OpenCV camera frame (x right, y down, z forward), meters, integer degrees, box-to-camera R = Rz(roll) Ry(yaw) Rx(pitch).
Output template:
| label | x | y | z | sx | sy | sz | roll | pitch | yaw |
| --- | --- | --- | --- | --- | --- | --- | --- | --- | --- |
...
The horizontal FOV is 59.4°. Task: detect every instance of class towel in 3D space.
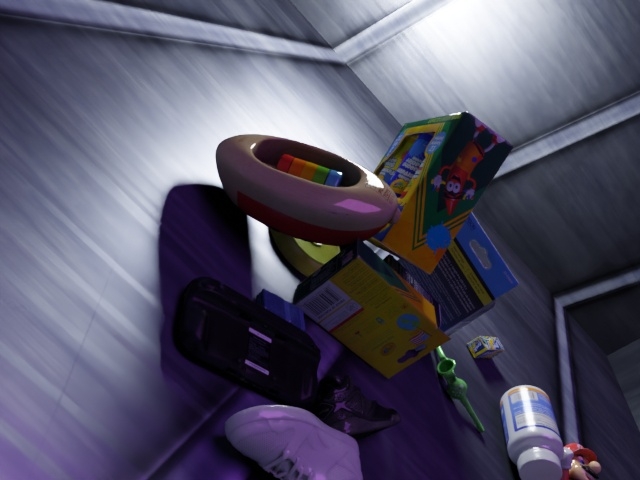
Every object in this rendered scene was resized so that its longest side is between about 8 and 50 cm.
| label | x | y | z | sx | sy | sz | roll | pitch | yaw |
| --- | --- | --- | --- | --- | --- | --- | --- | --- | --- |
| towel | -0.082 | 0.152 | 1.173 | 0.119 | 0.029 | 0.067 | 34 | 29 | -32 |

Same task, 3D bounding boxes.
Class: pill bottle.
| label | x | y | z | sx | sy | sz | roll | pitch | yaw |
| --- | --- | --- | --- | --- | --- | --- | --- | --- | --- |
| pill bottle | 0.611 | 0.564 | 1.619 | 0.152 | 0.152 | 0.272 | 44 | 26 | -14 |

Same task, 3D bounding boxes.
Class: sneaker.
| label | x | y | z | sx | sy | sz | roll | pitch | yaw |
| --- | --- | --- | --- | --- | --- | --- | --- | --- | --- |
| sneaker | -0.021 | 0.374 | 0.882 | 0.292 | 0.108 | 0.169 | 33 | 27 | -36 |
| sneaker | 0.076 | 0.328 | 1.127 | 0.227 | 0.087 | 0.130 | 13 | 51 | -45 |

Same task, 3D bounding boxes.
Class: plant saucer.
| label | x | y | z | sx | sy | sz | roll | pitch | yaw |
| --- | --- | --- | --- | --- | --- | --- | --- | --- | --- |
| plant saucer | -0.027 | -0.004 | 1.447 | 0.241 | 0.037 | 0.241 | 34 | 34 | -27 |

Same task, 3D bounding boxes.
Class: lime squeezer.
| label | x | y | z | sx | sy | sz | roll | pitch | yaw |
| --- | --- | --- | --- | --- | --- | --- | --- | --- | --- |
| lime squeezer | 0.381 | 0.387 | 1.590 | 0.109 | 0.059 | 0.311 | 18 | 40 | -49 |

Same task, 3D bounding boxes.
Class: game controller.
| label | x | y | z | sx | sy | sz | roll | pitch | yaw |
| --- | --- | --- | --- | --- | --- | --- | --- | --- | --- |
| game controller | -0.122 | 0.193 | 1.034 | 0.319 | 0.067 | 0.167 | 35 | 44 | -29 |

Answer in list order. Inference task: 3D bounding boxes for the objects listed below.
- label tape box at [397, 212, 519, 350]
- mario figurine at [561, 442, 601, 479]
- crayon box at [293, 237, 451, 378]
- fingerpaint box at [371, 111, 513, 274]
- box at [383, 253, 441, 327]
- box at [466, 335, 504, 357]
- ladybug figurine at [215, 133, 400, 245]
| label | x | y | z | sx | sy | sz | roll | pitch | yaw |
| --- | --- | --- | --- | --- | --- | --- | --- | --- | --- |
| label tape box | 0.357 | 0.114 | 1.575 | 0.115 | 0.347 | 0.249 | 8 | 48 | -55 |
| mario figurine | 0.782 | 0.732 | 1.644 | 0.321 | 0.170 | 0.198 | -68 | 151 | -54 |
| crayon box | 0.121 | 0.166 | 1.292 | 0.318 | 0.202 | 0.081 | 42 | 26 | -20 |
| fingerpaint box | 0.256 | -0.139 | 1.523 | 0.163 | 0.371 | 0.445 | 32 | 2 | -13 |
| box | 0.190 | 0.167 | 1.460 | 0.207 | 0.153 | 0.108 | 45 | 25 | -14 |
| box | 0.567 | 0.366 | 1.922 | 0.168 | 0.059 | 0.054 | 16 | 41 | -51 |
| ladybug figurine | -0.036 | -0.109 | 1.305 | 0.448 | 0.162 | 0.305 | 21 | 30 | 8 |
